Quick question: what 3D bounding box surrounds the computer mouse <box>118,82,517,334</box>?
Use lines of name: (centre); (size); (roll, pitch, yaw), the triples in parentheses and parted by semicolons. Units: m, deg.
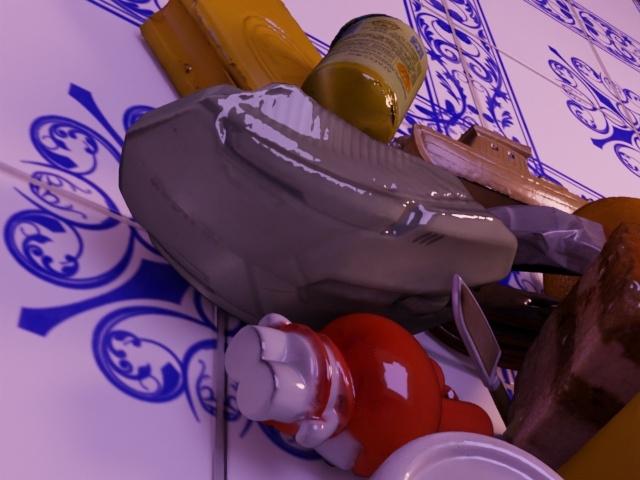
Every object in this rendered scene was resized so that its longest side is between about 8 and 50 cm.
computer mouse: (0.002, 0.003, 1.023); (0.429, 0.228, 0.145); (22, 40, -29)

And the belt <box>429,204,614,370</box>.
belt: (0.240, 0.053, 1.208); (0.261, 0.184, 0.105); (13, 26, 16)

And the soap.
soap: (-0.062, -0.177, 1.305); (0.204, 0.096, 0.324); (0, 48, -48)

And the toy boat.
toy boat: (0.247, -0.089, 1.512); (0.321, 0.089, 0.121); (19, 51, -21)

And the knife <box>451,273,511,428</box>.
knife: (0.173, 0.127, 1.102); (0.046, 0.022, 0.256); (-60, 138, -33)

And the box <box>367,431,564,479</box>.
box: (0.103, 0.262, 0.752); (0.291, 0.206, 0.262); (-5, 50, -32)

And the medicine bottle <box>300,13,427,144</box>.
medicine bottle: (0.047, -0.171, 1.209); (0.124, 0.124, 0.239); (36, 31, -5)

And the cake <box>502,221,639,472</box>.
cake: (0.302, 0.155, 1.076); (0.198, 0.293, 0.196); (29, 33, -7)

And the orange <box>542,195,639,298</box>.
orange: (0.395, 0.057, 1.375); (0.236, 0.236, 0.236); (27, 33, -19)

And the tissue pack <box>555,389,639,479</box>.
tissue pack: (0.271, 0.271, 0.911); (0.134, 0.271, 0.192); (14, 37, -30)

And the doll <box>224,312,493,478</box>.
doll: (0.045, 0.142, 0.976); (0.290, 0.130, 0.161); (19, 34, -41)
